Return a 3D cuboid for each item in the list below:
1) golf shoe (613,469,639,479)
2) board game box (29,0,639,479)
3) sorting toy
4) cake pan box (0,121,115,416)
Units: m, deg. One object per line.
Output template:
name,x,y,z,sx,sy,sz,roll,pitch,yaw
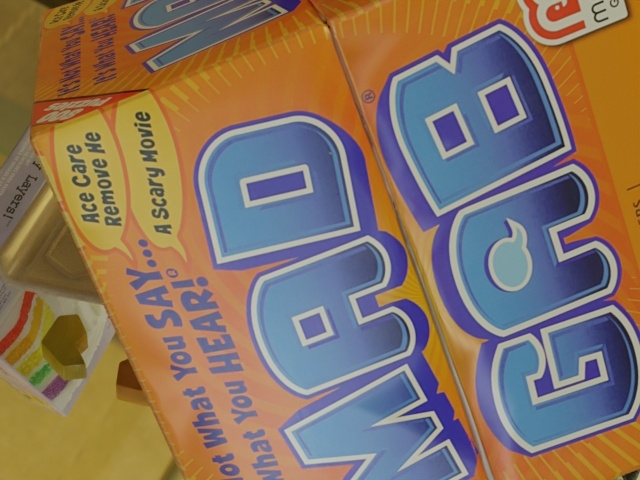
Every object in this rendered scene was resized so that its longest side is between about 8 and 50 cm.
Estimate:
golf shoe,0.328,0.308,1.632,0.120,0.105,0.273,33,68,-52
board game box,0.033,-0.030,0.999,0.356,0.356,0.356,-22,-158,-1
sorting toy,-0.172,0.024,1.284,0.307,0.229,0.041,-67,166,-45
cake pan box,-0.278,0.020,1.486,0.267,0.070,0.246,-62,154,-22
